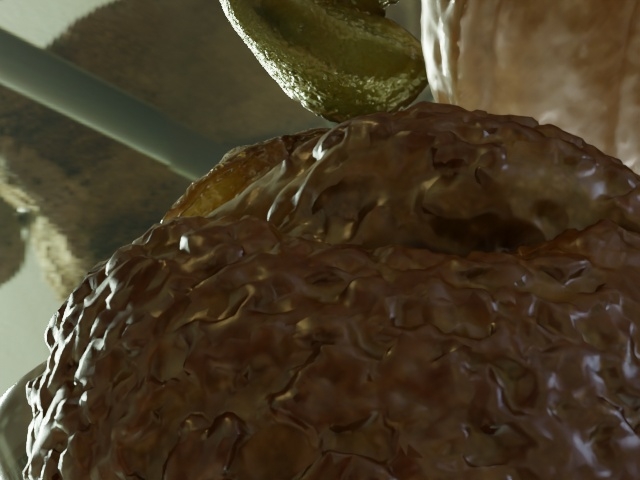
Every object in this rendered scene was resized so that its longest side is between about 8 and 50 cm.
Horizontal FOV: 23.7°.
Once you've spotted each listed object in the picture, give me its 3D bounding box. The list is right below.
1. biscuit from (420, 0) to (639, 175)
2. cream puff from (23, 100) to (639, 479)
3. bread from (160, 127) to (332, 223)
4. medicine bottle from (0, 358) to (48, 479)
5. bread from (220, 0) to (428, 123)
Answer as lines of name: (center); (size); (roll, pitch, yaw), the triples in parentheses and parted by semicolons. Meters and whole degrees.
biscuit: (0.263, -0.154, 0.918); (0.078, 0.455, 0.350); (50, -41, 44)
cream puff: (0.009, 0.073, 0.546); (0.303, 0.303, 0.212); (-36, -83, 12)
bread: (0.000, 0.000, 1.039); (0.229, 0.139, 0.143); (-18, -132, -17)
medicine bottle: (-0.064, 0.157, 0.732); (0.135, 0.135, 0.215); (-32, -111, 12)
bread: (0.007, -0.170, 1.030); (0.149, 0.065, 0.188); (-43, -113, 14)
